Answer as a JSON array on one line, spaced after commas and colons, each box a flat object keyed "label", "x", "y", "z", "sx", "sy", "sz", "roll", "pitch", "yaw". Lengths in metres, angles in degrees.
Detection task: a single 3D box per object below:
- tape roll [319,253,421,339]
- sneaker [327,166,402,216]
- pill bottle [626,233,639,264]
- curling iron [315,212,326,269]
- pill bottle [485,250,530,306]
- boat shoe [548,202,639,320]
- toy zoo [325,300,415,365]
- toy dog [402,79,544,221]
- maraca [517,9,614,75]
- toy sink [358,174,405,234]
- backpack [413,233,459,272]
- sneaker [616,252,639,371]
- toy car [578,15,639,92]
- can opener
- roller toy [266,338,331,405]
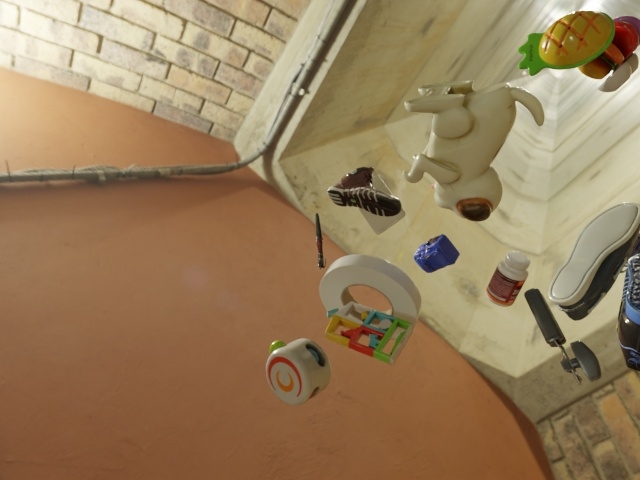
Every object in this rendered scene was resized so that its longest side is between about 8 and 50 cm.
[{"label": "tape roll", "x": 0.184, "y": 0.222, "z": 1.708, "sx": 0.392, "sy": 0.392, "sz": 0.072, "roll": 35, "pitch": -133, "yaw": -1}, {"label": "sneaker", "x": 0.170, "y": -0.184, "z": 1.530, "sx": 0.282, "sy": 0.106, "sz": 0.162, "roll": 17, "pitch": -121, "yaw": 33}, {"label": "pill bottle", "x": 0.873, "y": 0.005, "z": 1.313, "sx": 0.169, "sy": 0.094, "sz": 0.094, "roll": 32, "pitch": -144, "yaw": 5}, {"label": "curling iron", "x": 0.000, "y": 0.000, "z": 2.051, "sx": 0.035, "sy": 0.068, "sz": 0.273, "roll": 0, "pitch": -114, "yaw": -10}, {"label": "pill bottle", "x": 0.540, "y": 0.110, "z": 1.301, "sx": 0.086, "sy": 0.152, "sz": 0.086, "roll": 7, "pitch": -145, "yaw": -5}, {"label": "boat shoe", "x": 0.538, "y": 0.040, "z": 0.865, "sx": 0.079, "sy": 0.095, "sz": 0.254, "roll": 43, "pitch": -104, "yaw": -21}, {"label": "toy zoo", "x": 0.150, "y": 0.301, "z": 1.546, "sx": 0.293, "sy": 0.030, "sz": 0.192, "roll": 16, "pitch": -144, "yaw": 25}, {"label": "toy dog", "x": 0.452, "y": -0.264, "z": 1.390, "sx": 0.396, "sy": 0.407, "sz": 0.284, "roll": -2, "pitch": -151, "yaw": 16}, {"label": "maraca", "x": 0.519, "y": -0.420, "z": 0.968, "sx": 0.099, "sy": 0.186, "sz": 0.127, "roll": 24, "pitch": -114, "yaw": -47}, {"label": "toy sink", "x": 0.263, "y": -0.136, "z": 1.954, "sx": 0.234, "sy": 0.153, "sz": 0.131, "roll": 59, "pitch": -168, "yaw": 27}, {"label": "backpack", "x": 0.355, "y": 0.049, "z": 1.433, "sx": 0.101, "sy": 0.120, "sz": 0.098, "roll": -41, "pitch": -82, "yaw": -40}, {"label": "sneaker", "x": 0.449, "y": 0.088, "z": 0.614, "sx": 0.081, "sy": 0.090, "sz": 0.232, "roll": 17, "pitch": -151, "yaw": 39}, {"label": "toy car", "x": 0.661, "y": -0.441, "z": 1.033, "sx": 0.159, "sy": 0.136, "sz": 0.182, "roll": 45, "pitch": -127, "yaw": 11}, {"label": "can opener", "x": 0.664, "y": 0.253, "z": 1.243, "sx": 0.076, "sy": 0.095, "sz": 0.283, "roll": 33, "pitch": -144, "yaw": -46}, {"label": "roller toy", "x": -0.068, "y": 0.429, "z": 1.488, "sx": 0.146, "sy": 0.191, "sz": 0.209, "roll": -14, "pitch": -77, "yaw": -51}]
